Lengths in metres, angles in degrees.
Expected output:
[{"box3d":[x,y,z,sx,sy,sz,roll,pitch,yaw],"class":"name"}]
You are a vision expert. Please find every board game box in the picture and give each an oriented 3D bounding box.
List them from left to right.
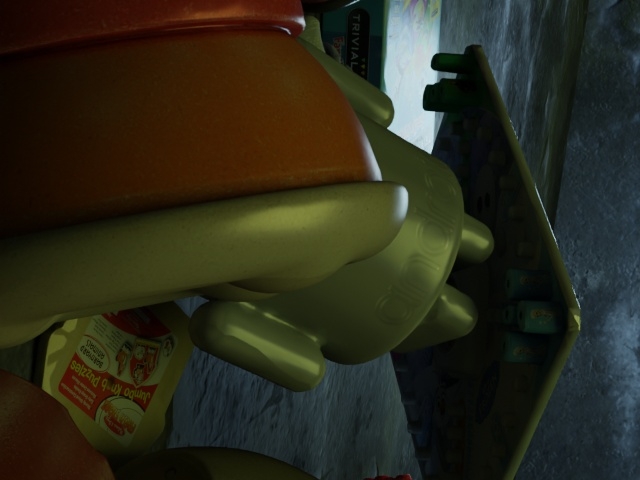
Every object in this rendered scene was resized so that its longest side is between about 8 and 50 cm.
[{"box3d":[0.074,-0.212,1.992,0.254,0.079,0.336,-41,135,-65],"class":"board game box"},{"box3d":[0.125,0.071,1.653,0.390,0.050,0.390,-103,-159,-45],"class":"board game box"}]

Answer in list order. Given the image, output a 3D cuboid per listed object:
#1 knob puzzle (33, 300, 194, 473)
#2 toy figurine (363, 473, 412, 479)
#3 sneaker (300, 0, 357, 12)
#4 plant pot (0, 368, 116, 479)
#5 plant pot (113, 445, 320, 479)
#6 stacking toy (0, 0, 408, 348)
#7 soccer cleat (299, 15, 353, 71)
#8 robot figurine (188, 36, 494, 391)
[{"box3d":[-0.184,0.118,1.378,0.213,0.030,0.213,-29,125,-52],"class":"knob puzzle"},{"box3d":[-0.009,0.363,1.904,0.362,0.217,0.191,-24,-114,59],"class":"toy figurine"},{"box3d":[0.003,-0.372,1.690,0.136,0.116,0.313,54,39,-52],"class":"sneaker"},{"box3d":[-0.239,0.209,0.904,0.265,0.272,0.272,-65,158,-65],"class":"plant pot"},{"box3d":[-0.099,0.277,1.370,0.191,0.284,0.284,56,41,-38],"class":"plant pot"},{"box3d":[-0.156,-0.184,1.034,0.350,0.351,0.479,-2,81,-73],"class":"stacking toy"},{"box3d":[0.010,-0.120,1.763,0.331,0.116,0.143,59,36,-66],"class":"soccer cleat"},{"box3d":[-0.022,-0.026,1.414,0.353,0.200,0.299,27,59,-26],"class":"robot figurine"}]
